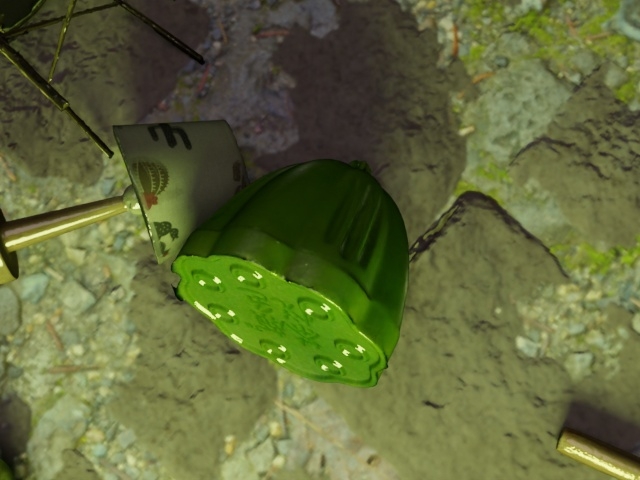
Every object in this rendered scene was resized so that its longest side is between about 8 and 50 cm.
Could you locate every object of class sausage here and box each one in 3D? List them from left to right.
[{"bbox_3d":[0.252,0.184,0.617,0.132,0.024,0.024,23,81,10],"label":"sausage"}]

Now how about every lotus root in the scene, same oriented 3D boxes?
[{"bbox_3d":[0.000,0.000,0.615,0.186,0.186,0.186,-1,79,4],"label":"lotus root"}]

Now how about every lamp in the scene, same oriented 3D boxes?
[{"bbox_3d":[-0.168,-0.032,0.640,0.215,0.121,0.121,-17,78,-11],"label":"lamp"}]

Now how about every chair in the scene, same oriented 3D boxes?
[{"bbox_3d":[-0.264,-0.241,0.680,0.326,0.160,0.170,41,83,7],"label":"chair"}]

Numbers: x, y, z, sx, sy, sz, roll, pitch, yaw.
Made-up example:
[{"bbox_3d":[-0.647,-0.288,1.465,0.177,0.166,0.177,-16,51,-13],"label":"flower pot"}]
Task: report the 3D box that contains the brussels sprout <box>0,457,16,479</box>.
[{"bbox_3d":[-0.311,0.221,0.618,0.181,0.100,0.139,35,73,11],"label":"brussels sprout"}]
